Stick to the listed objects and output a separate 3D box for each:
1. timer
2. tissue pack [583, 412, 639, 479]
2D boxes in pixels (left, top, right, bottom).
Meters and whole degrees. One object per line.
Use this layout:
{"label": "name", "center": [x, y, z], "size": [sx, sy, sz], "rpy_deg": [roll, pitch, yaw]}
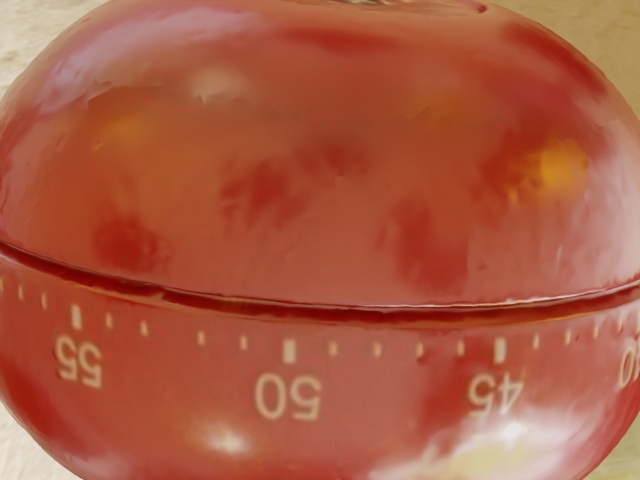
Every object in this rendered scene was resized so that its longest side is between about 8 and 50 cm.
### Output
{"label": "timer", "center": [0.000, 0.000, 0.993], "size": [0.378, 0.378, 0.279], "rpy_deg": [5, 102, 1]}
{"label": "tissue pack", "center": [0.160, 0.305, 1.686], "size": [0.332, 0.205, 0.405], "rpy_deg": [-12, 130, -8]}
